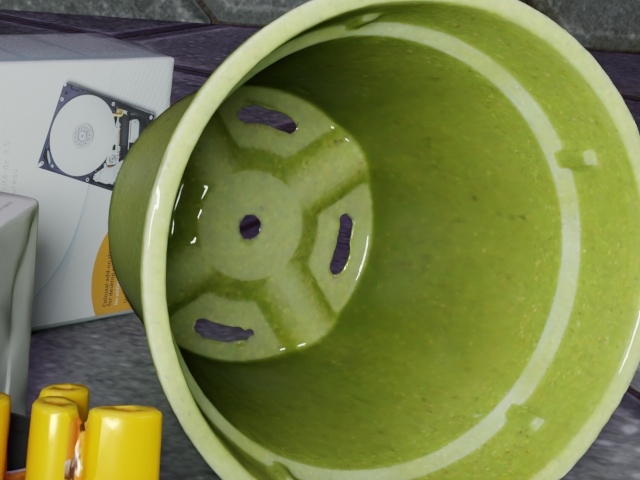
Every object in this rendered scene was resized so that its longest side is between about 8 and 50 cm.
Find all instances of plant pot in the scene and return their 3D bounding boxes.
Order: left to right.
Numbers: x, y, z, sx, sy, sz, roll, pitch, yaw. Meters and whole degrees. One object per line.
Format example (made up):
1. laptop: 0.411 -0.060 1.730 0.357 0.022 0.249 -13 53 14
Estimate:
1. plant pot: 0.000 0.000 0.830 0.276 0.276 0.254 0 6 -23

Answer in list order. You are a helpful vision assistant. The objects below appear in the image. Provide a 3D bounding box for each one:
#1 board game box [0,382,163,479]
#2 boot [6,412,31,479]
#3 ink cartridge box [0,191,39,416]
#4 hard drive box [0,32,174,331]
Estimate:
1. board game box: -0.089 0.099 0.341 0.390 0.050 0.390 7 5 41
2. boot: -0.246 0.094 0.644 0.263 0.091 0.229 10 0 -39
3. ink cartridge box: -0.268 0.033 0.762 0.231 0.134 0.078 8 15 5
4. hard drive box: -0.215 -0.034 0.946 0.089 0.181 0.232 22 22 40
